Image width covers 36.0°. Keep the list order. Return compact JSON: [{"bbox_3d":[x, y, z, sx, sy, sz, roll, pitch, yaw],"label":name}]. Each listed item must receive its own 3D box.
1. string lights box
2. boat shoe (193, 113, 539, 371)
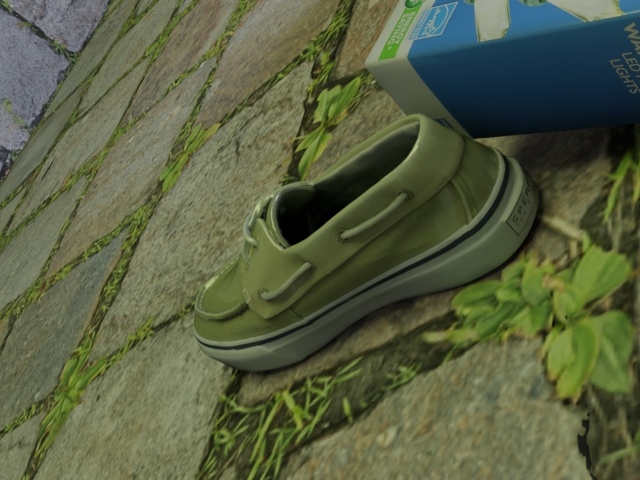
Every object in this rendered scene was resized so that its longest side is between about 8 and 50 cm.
[{"bbox_3d":[0.161,-0.130,0.503,0.260,0.077,0.133,-1,54,48],"label":"string lights box"},{"bbox_3d":[0.000,0.000,0.641,0.302,0.094,0.109,-29,32,42],"label":"boat shoe"}]
